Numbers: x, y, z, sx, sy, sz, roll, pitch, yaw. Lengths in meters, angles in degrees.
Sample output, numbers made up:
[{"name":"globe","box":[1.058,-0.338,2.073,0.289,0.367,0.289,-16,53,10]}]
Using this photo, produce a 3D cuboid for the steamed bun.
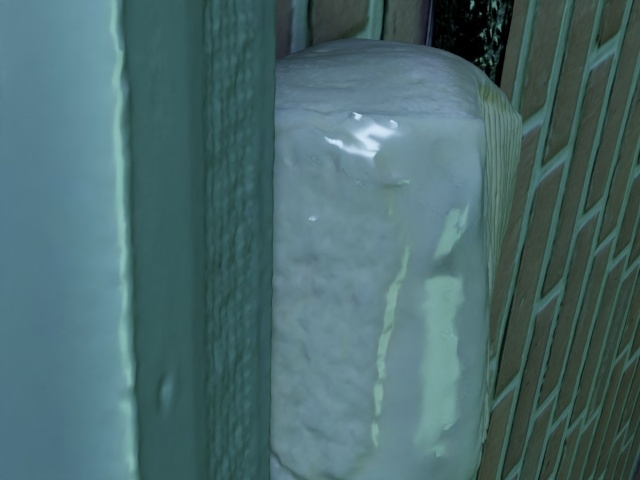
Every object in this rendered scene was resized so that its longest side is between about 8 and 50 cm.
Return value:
[{"name":"steamed bun","box":[-0.003,-0.001,0.666,0.383,0.236,0.247,-41,136,-74]}]

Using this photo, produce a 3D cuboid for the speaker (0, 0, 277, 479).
[{"name":"speaker","box":[-0.127,0.028,0.424,0.183,0.184,0.406,-49,142,-66]}]

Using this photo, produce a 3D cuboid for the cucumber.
[{"name":"cucumber","box":[0.127,-0.170,0.942,0.072,0.072,0.300,-42,146,-37]}]
